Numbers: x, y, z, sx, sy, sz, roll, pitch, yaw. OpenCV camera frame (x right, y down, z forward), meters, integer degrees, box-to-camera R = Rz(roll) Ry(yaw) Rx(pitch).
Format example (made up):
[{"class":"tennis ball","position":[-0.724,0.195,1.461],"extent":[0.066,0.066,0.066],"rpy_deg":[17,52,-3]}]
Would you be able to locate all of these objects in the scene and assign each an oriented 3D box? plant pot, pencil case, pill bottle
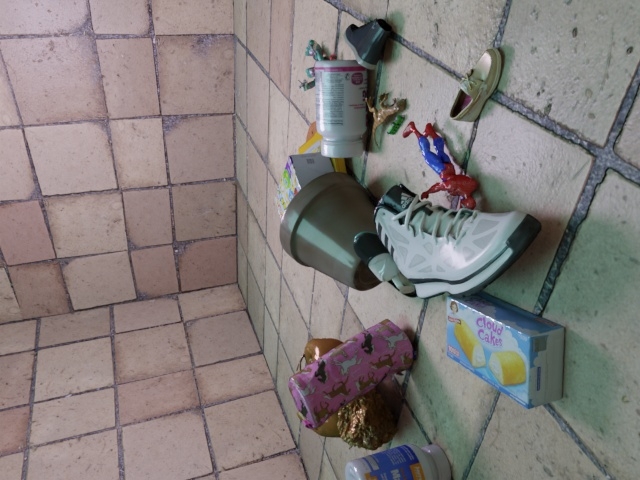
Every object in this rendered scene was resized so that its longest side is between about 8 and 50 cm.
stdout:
[{"class":"plant pot","position":[0.082,-0.005,1.554],"extent":[0.280,0.323,0.323],"rpy_deg":[42,139,38]},{"class":"pencil case","position":[0.091,0.385,1.498],"extent":[0.167,0.386,0.160],"rpy_deg":[53,156,28]},{"class":"pill bottle","position":[0.219,0.659,1.429],"extent":[0.152,0.272,0.152],"rpy_deg":[171,90,-72]},{"class":"pill bottle","position":[0.066,-0.406,1.579],"extent":[0.160,0.160,0.283],"rpy_deg":[-139,44,-62]}]

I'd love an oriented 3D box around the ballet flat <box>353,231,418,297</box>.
[{"class":"ballet flat","position":[0.191,0.072,1.344],"extent":[0.095,0.280,0.096],"rpy_deg":[-36,44,21]}]

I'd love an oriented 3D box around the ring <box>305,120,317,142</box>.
[{"class":"ring","position":[0.007,-0.294,1.992],"extent":[0.336,0.032,0.336],"rpy_deg":[171,90,-70]}]

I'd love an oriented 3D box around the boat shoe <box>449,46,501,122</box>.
[{"class":"boat shoe","position":[0.316,-0.315,1.059],"extent":[0.170,0.059,0.063],"rpy_deg":[103,152,-47]}]

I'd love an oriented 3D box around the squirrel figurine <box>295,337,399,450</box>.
[{"class":"squirrel figurine","position":[0.092,0.496,1.697],"extent":[0.397,0.281,0.370],"rpy_deg":[36,146,41]}]

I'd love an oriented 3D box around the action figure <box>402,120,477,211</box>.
[{"class":"action figure","position":[0.275,-0.145,1.207],"extent":[0.280,0.091,0.139],"rpy_deg":[-115,31,-41]}]

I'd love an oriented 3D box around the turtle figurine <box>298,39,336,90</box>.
[{"class":"turtle figurine","position":[-0.014,-0.604,1.792],"extent":[0.234,0.118,0.175],"rpy_deg":[-102,27,-61]}]

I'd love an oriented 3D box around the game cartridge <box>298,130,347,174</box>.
[{"class":"game cartridge","position":[0.008,-0.250,1.883],"extent":[0.324,0.053,0.285],"rpy_deg":[161,99,-71]}]

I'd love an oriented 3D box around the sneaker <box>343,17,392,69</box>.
[{"class":"sneaker","position":[0.140,-0.585,1.450],"extent":[0.118,0.083,0.222],"rpy_deg":[-57,34,35]}]

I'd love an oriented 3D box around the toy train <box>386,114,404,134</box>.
[{"class":"toy train","position":[0.206,-0.319,1.423],"extent":[0.083,0.024,0.017],"rpy_deg":[123,135,-62]}]

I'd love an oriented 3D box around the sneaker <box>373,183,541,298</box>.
[{"class":"sneaker","position":[0.240,-0.019,1.091],"extent":[0.257,0.169,0.447],"rpy_deg":[46,159,-1]}]

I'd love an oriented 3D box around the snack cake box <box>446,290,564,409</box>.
[{"class":"snack cake box","position":[0.375,0.214,1.075],"extent":[0.264,0.089,0.152],"rpy_deg":[-153,56,-67]}]

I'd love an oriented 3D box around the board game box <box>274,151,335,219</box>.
[{"class":"board game box","position":[-0.056,-0.173,1.824],"extent":[0.275,0.144,0.142],"rpy_deg":[120,136,-59]}]

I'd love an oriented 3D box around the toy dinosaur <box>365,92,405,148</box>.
[{"class":"toy dinosaur","position":[0.168,-0.353,1.459],"extent":[0.211,0.064,0.112],"rpy_deg":[135,123,-67]}]
